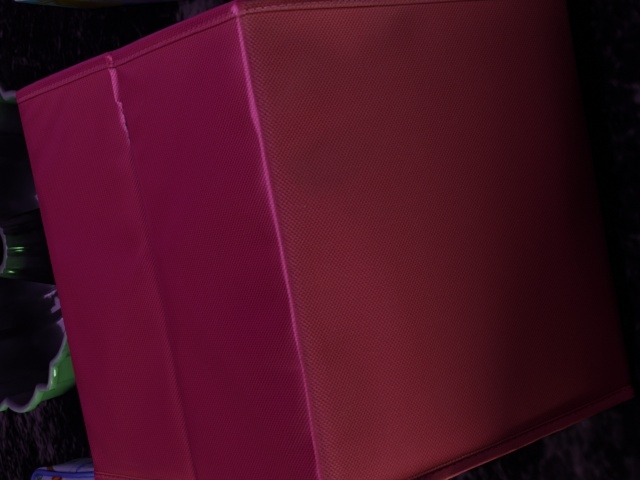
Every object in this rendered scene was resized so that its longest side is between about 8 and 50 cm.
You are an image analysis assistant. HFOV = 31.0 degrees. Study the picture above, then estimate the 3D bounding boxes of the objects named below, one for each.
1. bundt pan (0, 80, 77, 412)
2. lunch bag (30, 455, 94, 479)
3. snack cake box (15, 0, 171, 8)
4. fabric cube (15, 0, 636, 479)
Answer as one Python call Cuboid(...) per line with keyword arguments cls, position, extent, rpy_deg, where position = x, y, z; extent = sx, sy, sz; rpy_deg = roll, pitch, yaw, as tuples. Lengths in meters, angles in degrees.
Cuboid(cls="bundt pan", position=(-0.273, 0.005, 1.174), extent=(0.331, 0.124, 0.331), rpy_deg=(6, 98, 52))
Cuboid(cls="lunch bag", position=(-0.186, 0.358, 1.110), extent=(0.243, 0.115, 0.303), rpy_deg=(-11, 84, 49))
Cuboid(cls="snack cake box", position=(-0.190, -0.300, 1.070), extent=(0.264, 0.089, 0.152), rpy_deg=(10, 99, 50))
Cuboid(cls="fabric cube", position=(0.000, 0.000, 0.713), extent=(0.259, 0.254, 0.258), rpy_deg=(-7, 96, 50))
